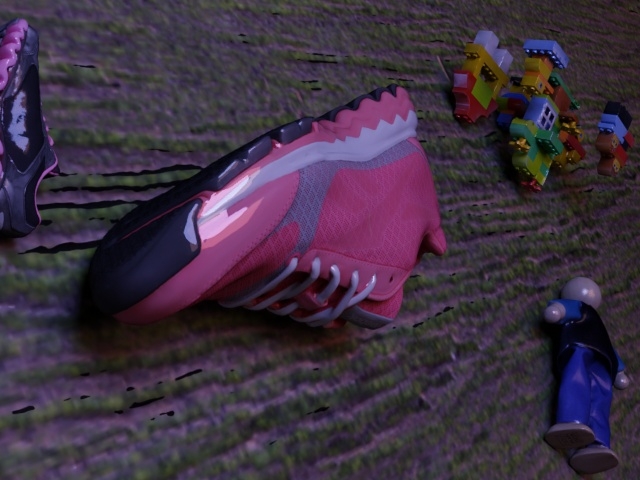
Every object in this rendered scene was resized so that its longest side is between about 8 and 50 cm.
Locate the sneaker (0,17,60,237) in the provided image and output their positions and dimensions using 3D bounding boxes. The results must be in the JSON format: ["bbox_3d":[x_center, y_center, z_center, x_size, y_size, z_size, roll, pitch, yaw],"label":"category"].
[{"bbox_3d":[-0.154,-0.054,0.496,0.057,0.047,0.119,32,52,-45],"label":"sneaker"}]

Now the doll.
[{"bbox_3d":[0.230,0.102,0.872,0.129,0.046,0.189,45,39,-26],"label":"doll"}]

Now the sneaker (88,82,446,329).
[{"bbox_3d":[0.001,0.000,0.590,0.314,0.116,0.136,-32,95,-55],"label":"sneaker"}]

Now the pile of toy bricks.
[{"bbox_3d":[0.212,-0.099,0.949,0.212,0.118,0.105,36,75,-46],"label":"pile of toy bricks"}]
